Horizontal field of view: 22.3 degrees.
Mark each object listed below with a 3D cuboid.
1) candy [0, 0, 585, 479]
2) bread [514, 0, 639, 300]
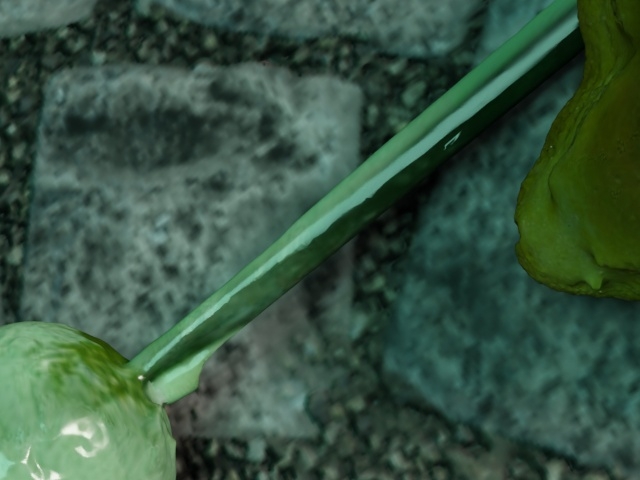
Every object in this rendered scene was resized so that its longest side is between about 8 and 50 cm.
[{"bbox_3d":[0.000,0.000,0.652,0.440,0.119,0.119,-38,65,2],"label":"candy"},{"bbox_3d":[0.168,-0.073,0.575,0.160,0.088,0.233,17,88,10],"label":"bread"}]
